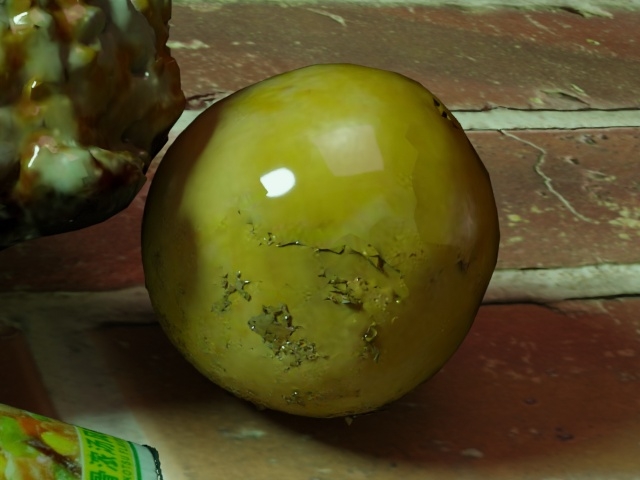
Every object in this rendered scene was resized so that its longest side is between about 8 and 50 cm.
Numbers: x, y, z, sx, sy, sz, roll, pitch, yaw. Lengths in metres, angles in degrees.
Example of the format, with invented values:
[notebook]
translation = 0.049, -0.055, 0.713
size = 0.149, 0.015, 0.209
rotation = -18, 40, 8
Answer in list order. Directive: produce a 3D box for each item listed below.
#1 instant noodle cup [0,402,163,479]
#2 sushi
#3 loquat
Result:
[instant noodle cup]
translation = -0.204, 0.150, 0.950
size = 0.232, 0.207, 0.207
rotation = 12, 29, -16
[sushi]
translation = -0.289, -0.086, 1.206
size = 0.417, 0.176, 0.417
rotation = -2, 15, 1
[loquat]
translation = 0.000, 0.000, 1.240
size = 0.235, 0.235, 0.235
rotation = 10, 30, -6
